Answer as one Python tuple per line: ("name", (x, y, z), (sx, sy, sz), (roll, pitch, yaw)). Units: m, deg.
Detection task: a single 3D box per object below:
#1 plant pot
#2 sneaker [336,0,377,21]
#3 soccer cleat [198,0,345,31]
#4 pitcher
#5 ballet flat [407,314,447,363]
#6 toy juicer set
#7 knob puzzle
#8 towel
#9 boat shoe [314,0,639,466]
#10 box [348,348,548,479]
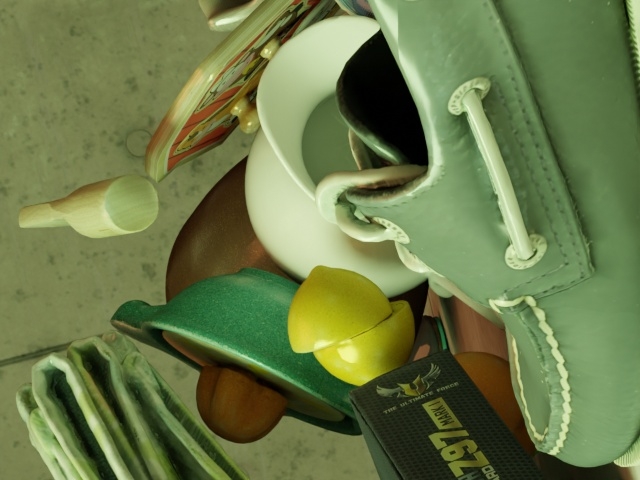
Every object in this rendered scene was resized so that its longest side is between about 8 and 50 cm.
("plant pot", (0.000, 0.000, 1.426), (0.230, 0.215, 0.215), (116, 141, -66))
("sneaker", (0.019, -0.180, 0.897), (0.073, 0.063, 0.162), (-143, 38, -83))
("soccer cleat", (-0.055, -0.281, 1.219), (0.116, 0.143, 0.331), (-106, 2, -57))
("pitcher", (0.039, -0.015, 0.971), (0.178, 0.125, 0.207), (52, 173, 6))
("ballet flat", (0.090, 0.158, 1.627), (0.074, 0.074, 0.203), (-106, 2, -57))
("toy juicer set", (-0.032, 0.059, 0.974), (0.089, 0.329, 0.209), (-64, -1, -12))
("knob puzzle", (-0.026, -0.096, 1.006), (0.030, 0.213, 0.213), (44, 177, 3))
("towel", (-0.016, 0.243, 1.024), (0.320, 0.090, 0.374), (45, 168, 36))
("boat shoe", (0.040, -0.047, 0.494), (0.319, 0.099, 0.116), (76, 178, -45))
("box", (0.094, 0.189, 0.845), (0.183, 0.059, 0.233), (-124, 13, -62))
